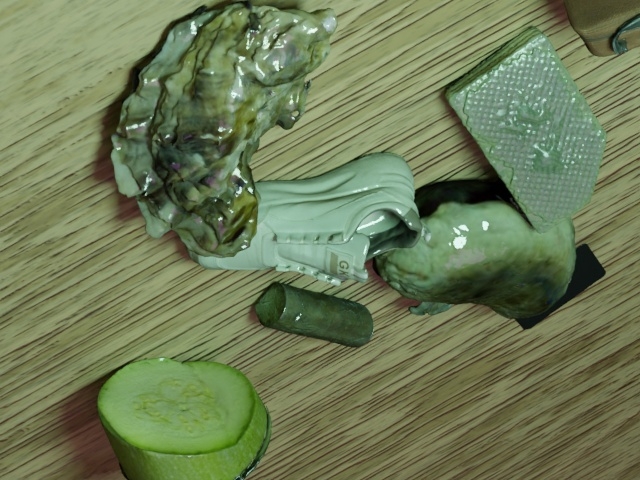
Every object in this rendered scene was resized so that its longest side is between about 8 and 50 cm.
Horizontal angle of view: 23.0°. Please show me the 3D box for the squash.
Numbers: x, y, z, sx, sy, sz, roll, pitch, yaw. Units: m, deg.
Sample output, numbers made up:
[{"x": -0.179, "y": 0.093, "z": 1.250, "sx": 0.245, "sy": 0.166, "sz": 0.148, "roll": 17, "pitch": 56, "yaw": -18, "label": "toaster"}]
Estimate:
[{"x": -0.178, "y": 0.231, "z": 2.081, "sx": 0.220, "sy": 0.220, "sz": 0.133, "roll": -22, "pitch": 131, "yaw": -11, "label": "squash"}]

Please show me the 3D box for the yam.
[{"x": -0.009, "y": 0.103, "z": 2.160, "sx": 0.169, "sy": 0.068, "sz": 0.068, "roll": 17, "pitch": 122, "yaw": -39, "label": "yam"}]

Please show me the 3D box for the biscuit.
[{"x": 0.280, "y": -0.135, "z": 2.026, "sx": 0.150, "sy": 0.052, "sz": 0.252, "roll": -34, "pitch": 119, "yaw": 4, "label": "biscuit"}]

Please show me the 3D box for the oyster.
[{"x": -0.100, "y": -0.138, "z": 1.794, "sx": 0.238, "sy": 0.114, "sz": 0.351, "roll": 17, "pitch": 122, "yaw": -44, "label": "oyster"}]

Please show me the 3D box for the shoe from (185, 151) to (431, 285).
[{"x": 0.000, "y": 0.000, "z": 1.980, "sx": 0.316, "sy": 0.159, "sz": 0.124, "roll": -21, "pitch": 142, "yaw": -17, "label": "shoe"}]

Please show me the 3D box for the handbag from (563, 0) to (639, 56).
[{"x": 0.384, "y": -0.303, "z": 1.871, "sx": 0.193, "sy": 0.151, "sz": 0.072, "roll": -15, "pitch": 148, "yaw": 23, "label": "handbag"}]

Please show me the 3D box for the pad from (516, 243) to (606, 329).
[{"x": 0.360, "y": 0.073, "z": 2.418, "sx": 0.157, "sy": 0.003, "sz": 0.112, "roll": -36, "pitch": 141, "yaw": 6, "label": "pad"}]

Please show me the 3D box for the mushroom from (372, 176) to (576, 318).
[{"x": 0.233, "y": 0.033, "z": 2.190, "sx": 0.344, "sy": 0.130, "sz": 0.247, "roll": 22, "pitch": 114, "yaw": -45, "label": "mushroom"}]
